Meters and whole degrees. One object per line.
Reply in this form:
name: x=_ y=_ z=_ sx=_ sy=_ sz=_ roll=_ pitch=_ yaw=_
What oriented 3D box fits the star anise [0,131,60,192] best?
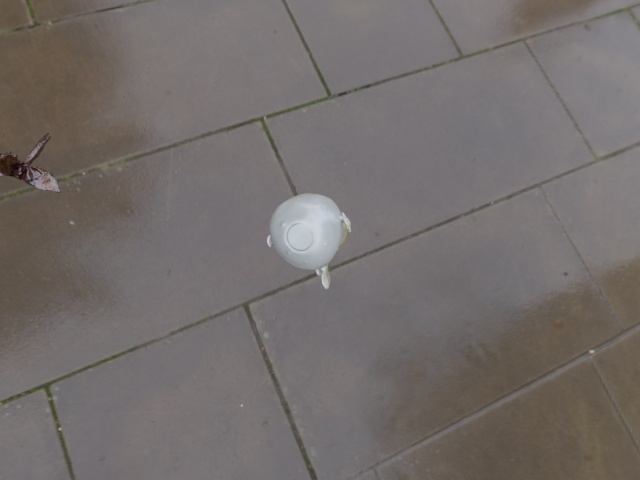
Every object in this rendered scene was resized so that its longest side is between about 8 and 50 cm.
star anise: x=-0.658 y=-0.192 z=1.099 sx=0.158 sy=0.140 sz=0.144 roll=31 pitch=80 yaw=-43

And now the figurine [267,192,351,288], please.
figurine: x=0.000 y=0.000 z=1.399 sx=0.226 sy=0.394 sz=0.275 roll=-9 pitch=93 yaw=15
